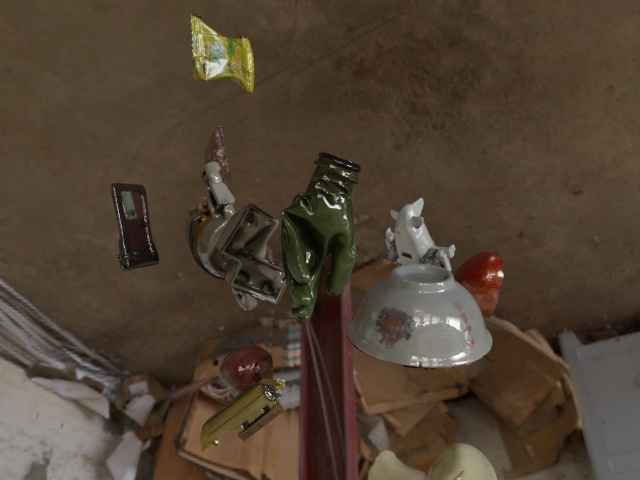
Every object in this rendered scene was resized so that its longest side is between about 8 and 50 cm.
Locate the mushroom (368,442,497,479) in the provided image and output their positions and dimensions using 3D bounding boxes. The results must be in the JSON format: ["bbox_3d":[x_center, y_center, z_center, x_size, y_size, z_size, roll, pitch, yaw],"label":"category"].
[{"bbox_3d":[0.335,0.696,1.579,0.315,0.315,0.356,22,170,-24],"label":"mushroom"}]

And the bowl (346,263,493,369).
[{"bbox_3d":[0.232,0.148,1.371,0.345,0.345,0.157,1,106,0],"label":"bowl"}]

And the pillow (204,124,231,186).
[{"bbox_3d":[-0.257,-0.185,1.447,0.043,0.185,0.118,2,142,-31],"label":"pillow"}]

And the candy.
[{"bbox_3d":[-0.283,-0.550,1.756,0.081,0.187,0.297,-3,-175,29],"label":"candy"}]

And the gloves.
[{"bbox_3d":[-0.004,-0.004,0.918,0.135,0.268,0.107,17,173,-20],"label":"gloves"}]

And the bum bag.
[{"bbox_3d":[-0.344,-0.026,1.081,0.026,0.159,0.109,-10,179,16],"label":"bum bag"}]

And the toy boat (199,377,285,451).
[{"bbox_3d":[-0.162,0.377,1.261,0.226,0.068,0.088,-38,92,-2],"label":"toy boat"}]

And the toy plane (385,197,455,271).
[{"bbox_3d":[0.288,0.012,1.757,0.122,0.267,0.267,-32,150,-28],"label":"toy plane"}]

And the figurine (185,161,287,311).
[{"bbox_3d":[-0.175,0.001,1.130,0.143,0.308,0.308,-3,146,-31],"label":"figurine"}]

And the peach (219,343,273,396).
[{"bbox_3d":[-0.193,0.353,1.594,0.152,0.152,0.152,1,140,1],"label":"peach"}]

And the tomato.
[{"bbox_3d":[0.517,0.147,1.979,0.139,0.200,0.233,7,113,-4],"label":"tomato"}]
